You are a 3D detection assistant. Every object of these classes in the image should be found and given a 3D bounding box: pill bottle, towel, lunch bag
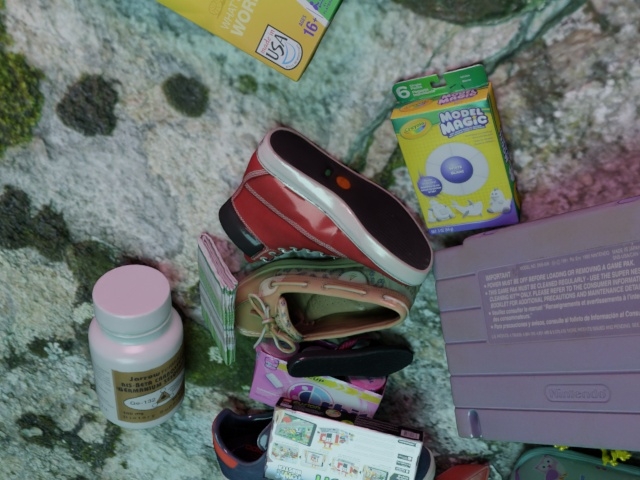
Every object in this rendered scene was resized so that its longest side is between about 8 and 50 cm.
[{"bbox_3d":[-0.262,0.152,1.066,0.131,0.131,0.229,14,130,8],"label":"pill bottle"},{"bbox_3d":[-0.137,0.079,0.997,0.023,0.113,0.152,-14,135,-20],"label":"towel"},{"bbox_3d":[0.375,0.428,1.085,0.224,0.108,0.279,9,130,8],"label":"lunch bag"}]

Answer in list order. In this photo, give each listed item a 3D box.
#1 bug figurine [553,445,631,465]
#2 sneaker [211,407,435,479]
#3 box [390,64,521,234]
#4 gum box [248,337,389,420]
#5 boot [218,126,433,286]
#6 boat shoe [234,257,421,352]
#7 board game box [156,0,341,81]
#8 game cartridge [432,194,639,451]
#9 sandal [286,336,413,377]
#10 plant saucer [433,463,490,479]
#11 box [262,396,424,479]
[{"bbox_3d":[0.326,0.184,0.930,0.279,0.072,0.216,22,137,-5],"label":"bug figurine"},{"bbox_3d":[-0.009,0.312,1.111,0.350,0.131,0.148,-5,123,20],"label":"sneaker"},{"bbox_3d":[0.144,-0.093,0.791,0.105,0.043,0.179,-9,122,24],"label":"box"},{"bbox_3d":[-0.008,0.199,1.062,0.188,0.062,0.107,19,131,3],"label":"gum box"},{"bbox_3d":[0.000,0.000,0.889,0.244,0.088,0.176,37,130,-1],"label":"boot"},{"bbox_3d":[-0.012,0.082,0.951,0.285,0.089,0.104,-17,121,30],"label":"boat shoe"},{"bbox_3d":[-0.102,-0.325,0.674,0.316,0.064,0.242,29,131,-5],"label":"board game box"},{"bbox_3d":[0.258,0.086,0.732,0.068,0.230,0.355,1,170,-33],"label":"game cartridge"},{"bbox_3d":[0.041,0.152,0.995,0.179,0.040,0.067,1,137,-17],"label":"sandal"},{"bbox_3d":[0.139,0.470,1.149,0.048,0.258,0.259,41,145,42],"label":"plant saucer"},{"bbox_3d":[0.030,0.297,1.030,0.207,0.036,0.114,12,103,8],"label":"box"}]
